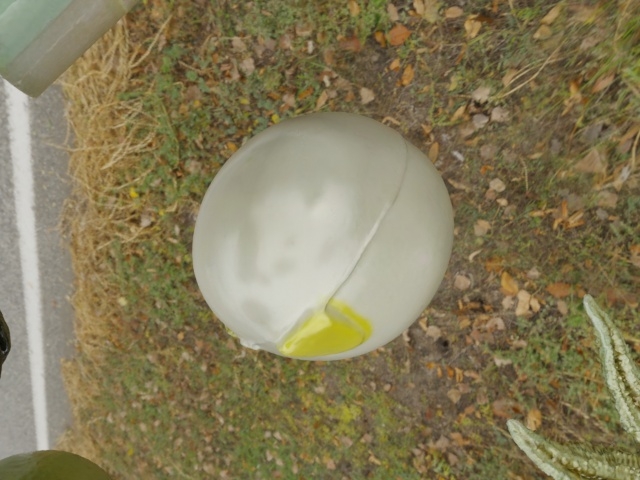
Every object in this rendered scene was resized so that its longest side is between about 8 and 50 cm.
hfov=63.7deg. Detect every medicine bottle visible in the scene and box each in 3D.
[{"bbox_3d":[-0.382,-0.438,0.771,0.235,0.406,0.236,42,175,4],"label":"medicine bottle"}]

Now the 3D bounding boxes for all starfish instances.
[{"bbox_3d":[0.348,0.213,0.479,0.078,0.346,0.358,110,144,-66],"label":"starfish"}]

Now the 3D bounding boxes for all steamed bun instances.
[{"bbox_3d":[-0.006,-0.003,0.682,0.334,0.333,0.373,60,157,-10],"label":"steamed bun"}]

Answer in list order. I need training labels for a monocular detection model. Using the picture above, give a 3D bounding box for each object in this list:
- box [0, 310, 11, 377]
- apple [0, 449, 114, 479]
[{"bbox_3d":[-0.486,0.046,0.419,0.090,0.359,0.351,3,111,48],"label":"box"},{"bbox_3d":[-0.369,0.415,0.638,0.254,0.292,0.292,41,133,14],"label":"apple"}]
